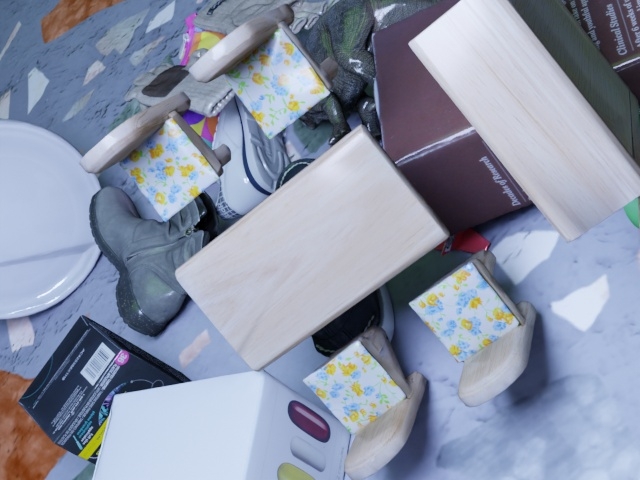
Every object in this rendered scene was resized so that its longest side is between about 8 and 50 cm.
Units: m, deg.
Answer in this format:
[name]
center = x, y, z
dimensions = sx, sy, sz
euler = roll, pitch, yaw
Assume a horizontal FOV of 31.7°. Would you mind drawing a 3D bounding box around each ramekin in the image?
[ramekin]
center = -0.431, -0.040, 1.517
dimensions = 0.273, 0.273, 0.127
euler = -49, 28, 1

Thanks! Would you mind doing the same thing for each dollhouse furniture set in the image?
[dollhouse furniture set]
center = 0.045, -0.027, 0.897
dimensions = 0.394, 0.362, 0.256
euler = -37, 6, 22

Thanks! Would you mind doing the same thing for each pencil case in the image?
[pencil case]
center = -0.163, -0.183, 1.498
dimensions = 0.104, 0.104, 0.236
euler = -14, 53, 35

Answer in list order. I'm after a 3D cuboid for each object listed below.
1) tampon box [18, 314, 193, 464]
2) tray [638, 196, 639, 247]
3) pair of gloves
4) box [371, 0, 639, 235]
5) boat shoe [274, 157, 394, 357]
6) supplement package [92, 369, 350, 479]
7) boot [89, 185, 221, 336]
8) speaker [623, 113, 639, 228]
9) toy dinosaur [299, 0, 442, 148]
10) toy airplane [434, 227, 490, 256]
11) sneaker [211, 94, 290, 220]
[tampon box]
center = -0.214, 0.178, 1.216
dimensions = 0.120, 0.161, 0.101
euler = -55, 40, -4
[tray]
center = 0.409, 0.049, 0.728
dimensions = 0.411, 0.076, 0.202
euler = 9, 111, 46
[pair of gloves]
center = -0.122, -0.230, 1.404
dimensions = 0.204, 0.042, 0.240
euler = 9, 52, 45
[box]
center = 0.247, -0.168, 1.057
dimensions = 0.381, 0.143, 0.191
euler = -20, 48, 21
[boat shoe]
center = 0.000, 0.000, 1.211
dimensions = 0.114, 0.091, 0.302
euler = -38, 41, 13
[supplement package]
center = -0.109, 0.278, 1.057
dimensions = 0.204, 0.145, 0.262
euler = -14, 52, 35
[boot]
center = -0.192, -0.013, 1.395
dimensions = 0.161, 0.083, 0.246
euler = -44, 48, 20
[speaker]
center = 0.387, -0.047, 0.867
dimensions = 0.296, 0.131, 0.131
euler = 8, 66, 45
[toy dinosaur]
center = 0.035, -0.206, 1.262
dimensions = 0.160, 0.121, 0.313
euler = 57, 134, 18
[toy airplane]
center = 0.157, -0.044, 1.151
dimensions = 0.151, 0.028, 0.151
euler = -21, 49, 27
[sneaker]
center = -0.102, -0.132, 1.418
dimensions = 0.095, 0.090, 0.235
euler = -36, 40, 30
